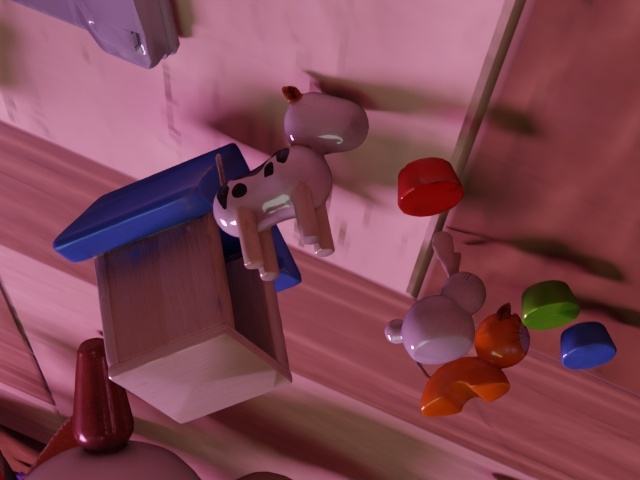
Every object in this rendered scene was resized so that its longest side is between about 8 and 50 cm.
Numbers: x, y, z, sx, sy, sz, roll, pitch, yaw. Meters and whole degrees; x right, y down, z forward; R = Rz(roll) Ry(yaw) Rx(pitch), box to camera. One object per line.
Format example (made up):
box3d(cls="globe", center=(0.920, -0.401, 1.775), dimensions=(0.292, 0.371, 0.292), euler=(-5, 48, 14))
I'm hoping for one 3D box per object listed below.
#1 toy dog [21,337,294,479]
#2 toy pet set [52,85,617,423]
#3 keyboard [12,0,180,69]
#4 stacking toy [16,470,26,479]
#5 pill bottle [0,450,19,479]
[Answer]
box3d(cls="toy dog", center=(-0.151, 0.133, 0.912), dimensions=(0.333, 0.161, 0.220), euler=(-11, -178, 29))
box3d(cls="toy pet set", center=(0.000, 0.000, 0.504), dimensions=(0.114, 0.065, 0.122), euler=(-21, 149, 17))
box3d(cls="keyboard", center=(-0.069, -0.096, 0.347), dimensions=(0.072, 0.014, 0.256), euler=(27, 164, 9))
box3d(cls="stacking toy", center=(-0.178, 0.190, 1.352), dimensions=(0.221, 0.052, 0.167), euler=(15, 162, 21))
box3d(cls="pill bottle", center=(-0.232, 0.250, 1.220), dimensions=(0.176, 0.176, 0.318), euler=(12, 140, 36))
